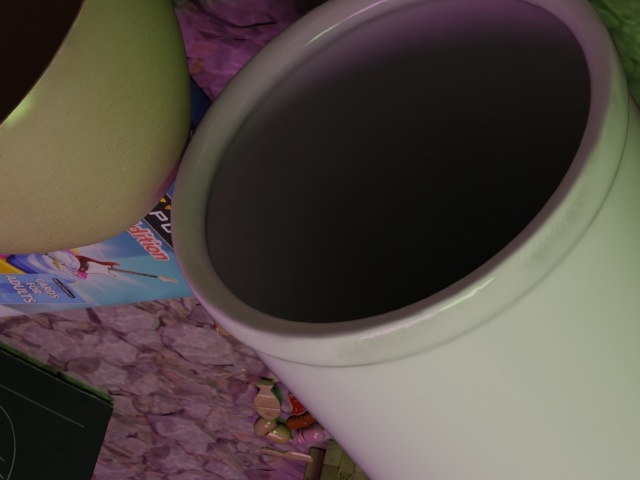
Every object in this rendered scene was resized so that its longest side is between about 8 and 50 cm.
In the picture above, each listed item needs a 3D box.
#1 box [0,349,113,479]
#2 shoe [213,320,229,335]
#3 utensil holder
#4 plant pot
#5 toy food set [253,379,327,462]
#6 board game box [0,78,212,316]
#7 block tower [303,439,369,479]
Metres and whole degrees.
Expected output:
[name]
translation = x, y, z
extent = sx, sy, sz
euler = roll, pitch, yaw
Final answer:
[box]
translation = -0.429, 0.300, 2.005
extent = 0.294, 0.395, 0.212
euler = 31, 146, -23
[shoe]
translation = 0.000, 0.000, 1.599
extent = 0.058, 0.219, 0.076
euler = 61, 177, -11
[utensil holder]
translation = 0.126, 0.046, 1.428
extent = 0.328, 0.327, 0.385
euler = -6, 140, 30
[plant pot]
translation = -0.200, -0.101, 1.396
extent = 0.284, 0.284, 0.191
euler = -12, 143, 36
[toy food set]
translation = -0.029, 0.181, 2.020
extent = 0.078, 0.019, 0.122
euler = 11, 141, 4
[board game box]
translation = -0.220, -0.043, 1.682
extent = 0.336, 0.079, 0.254
euler = -7, 143, 31
[block tower]
translation = 0.142, 0.301, 2.068
extent = 0.336, 0.097, 0.091
euler = 12, 149, 1
